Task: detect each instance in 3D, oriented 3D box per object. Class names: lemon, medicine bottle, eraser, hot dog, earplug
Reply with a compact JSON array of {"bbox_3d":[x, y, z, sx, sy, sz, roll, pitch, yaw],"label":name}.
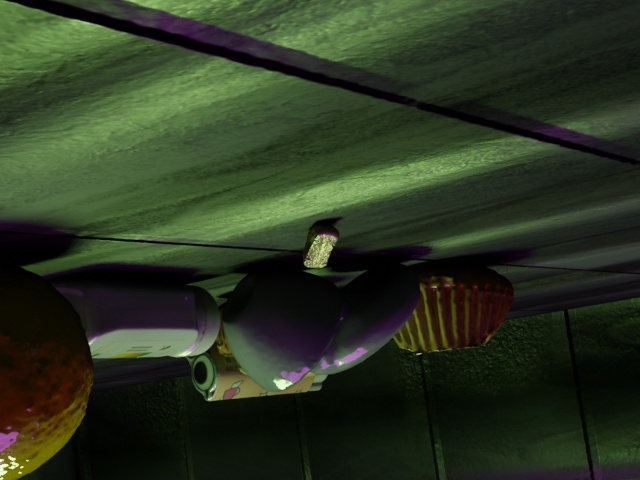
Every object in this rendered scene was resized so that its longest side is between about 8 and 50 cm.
[{"bbox_3d":[-0.377,0.148,1.386,0.253,0.253,0.310,-6,160,-14],"label":"lemon"},{"bbox_3d":[-0.267,0.110,1.717,0.161,0.111,0.296,-12,171,29],"label":"medicine bottle"},{"bbox_3d":[-0.125,0.220,2.421,0.290,0.171,0.087,0,148,-43],"label":"eraser"},{"bbox_3d":[0.000,0.000,1.477,0.030,0.034,0.090,4,150,-11],"label":"hot dog"},{"bbox_3d":[0.005,0.110,1.835,0.325,0.175,0.214,-13,173,-39],"label":"earplug"}]

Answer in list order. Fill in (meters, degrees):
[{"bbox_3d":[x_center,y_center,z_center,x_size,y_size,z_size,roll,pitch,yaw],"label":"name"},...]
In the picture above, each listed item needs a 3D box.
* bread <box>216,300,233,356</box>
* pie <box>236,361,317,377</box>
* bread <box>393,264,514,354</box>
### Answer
[{"bbox_3d":[-0.080,0.131,2.058,0.199,0.104,0.199,-9,176,-1],"label":"bread"},{"bbox_3d":[-0.032,0.175,2.271,0.308,0.085,0.308,-12,-162,4],"label":"pie"},{"bbox_3d":[0.210,0.113,2.064,0.240,0.139,0.240,-7,175,-1],"label":"bread"}]
